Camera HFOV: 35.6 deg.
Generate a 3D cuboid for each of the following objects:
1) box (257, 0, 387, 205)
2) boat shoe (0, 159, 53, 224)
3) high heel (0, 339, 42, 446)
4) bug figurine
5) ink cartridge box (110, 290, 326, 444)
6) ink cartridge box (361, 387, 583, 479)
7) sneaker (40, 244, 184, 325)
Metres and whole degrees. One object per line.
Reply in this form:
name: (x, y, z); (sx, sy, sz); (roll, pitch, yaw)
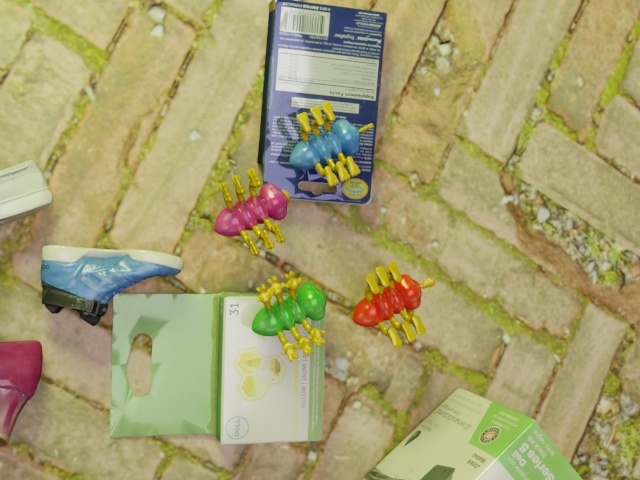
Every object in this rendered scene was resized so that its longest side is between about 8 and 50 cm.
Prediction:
box: (0.000, -0.157, 1.151); (0.136, 0.036, 0.225); (4, 92, -17)
boat shoe: (-0.370, -0.040, 1.023); (0.184, 0.066, 0.063); (-20, 88, -23)
high heel: (-0.417, 0.125, 1.032); (0.244, 0.082, 0.117); (15, 57, -4)
bug figurine: (0.000, 0.000, 1.103); (0.216, 0.072, 0.279); (-22, 93, -19)
ink cartridge box: (-0.114, 0.143, 1.124); (0.235, 0.056, 0.171); (1, 93, -19)
ink cartridge box: (0.135, 0.314, 1.132); (0.273, 0.198, 0.114); (-42, 103, -12)
sneaker: (-0.226, 0.051, 1.080); (0.152, 0.058, 0.084); (3, 86, -13)
